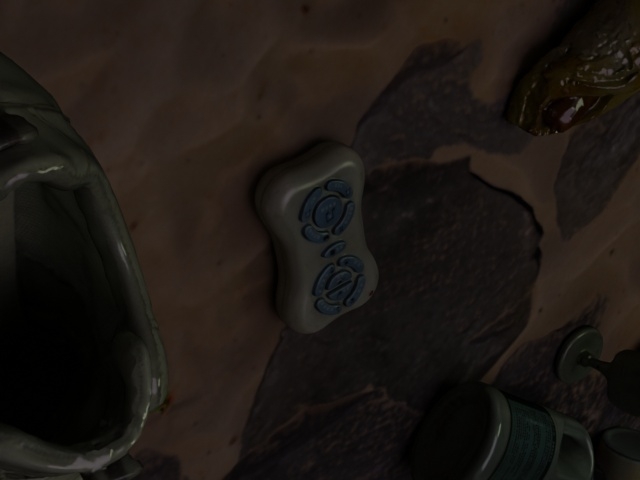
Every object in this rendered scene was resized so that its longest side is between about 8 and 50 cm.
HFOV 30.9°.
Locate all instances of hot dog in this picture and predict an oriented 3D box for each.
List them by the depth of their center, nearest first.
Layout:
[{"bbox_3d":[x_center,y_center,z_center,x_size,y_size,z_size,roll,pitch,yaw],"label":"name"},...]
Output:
[{"bbox_3d":[0.203,-0.129,0.798,0.169,0.061,0.078,-49,137,-7],"label":"hot dog"}]

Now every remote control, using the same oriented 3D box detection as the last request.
[{"bbox_3d":[0.000,0.000,0.719,0.074,0.032,0.122,-31,132,-24],"label":"remote control"}]

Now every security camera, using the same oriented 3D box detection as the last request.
[{"bbox_3d":[0.246,0.111,0.954,0.058,0.092,0.058,-21,125,-33],"label":"security camera"}]

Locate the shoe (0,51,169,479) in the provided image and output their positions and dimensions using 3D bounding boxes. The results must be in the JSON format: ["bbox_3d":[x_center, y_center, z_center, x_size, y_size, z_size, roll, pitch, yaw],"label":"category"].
[{"bbox_3d":[-0.144,0.061,0.502,0.132,0.210,0.342,-24,128,-29],"label":"shoe"}]

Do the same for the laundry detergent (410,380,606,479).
[{"bbox_3d":[0.169,0.182,0.945,0.225,0.070,0.099,25,91,-45],"label":"laundry detergent"}]

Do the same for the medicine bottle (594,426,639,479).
[{"bbox_3d":[0.269,0.285,1.094,0.074,0.074,0.218,-7,117,-38],"label":"medicine bottle"}]
